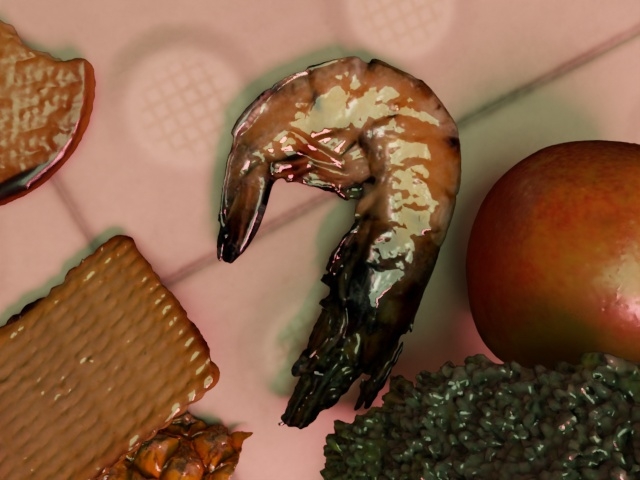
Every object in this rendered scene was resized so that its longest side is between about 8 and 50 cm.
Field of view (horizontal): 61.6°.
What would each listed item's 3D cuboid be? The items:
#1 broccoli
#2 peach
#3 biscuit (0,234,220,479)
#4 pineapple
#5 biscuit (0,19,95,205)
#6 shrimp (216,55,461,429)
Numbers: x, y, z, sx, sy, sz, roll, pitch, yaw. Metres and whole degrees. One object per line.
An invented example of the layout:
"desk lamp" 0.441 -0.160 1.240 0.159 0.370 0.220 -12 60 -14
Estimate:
"broccoli" 0.241 0.235 0.411 0.397 0.353 0.275 32 102 -22
"peach" 0.249 0.023 0.489 0.230 0.231 0.231 -1 96 -10
"biscuit" -0.228 0.131 0.482 0.254 0.029 0.172 -38 73 -3
"pineapple" -0.191 0.262 0.470 0.139 0.164 0.250 39 93 -3
"biscuit" -0.324 -0.110 0.471 0.228 0.031 0.176 11 93 -9
"shrimp" 0.000 0.000 0.522 0.233 0.071 0.365 21 93 -6
